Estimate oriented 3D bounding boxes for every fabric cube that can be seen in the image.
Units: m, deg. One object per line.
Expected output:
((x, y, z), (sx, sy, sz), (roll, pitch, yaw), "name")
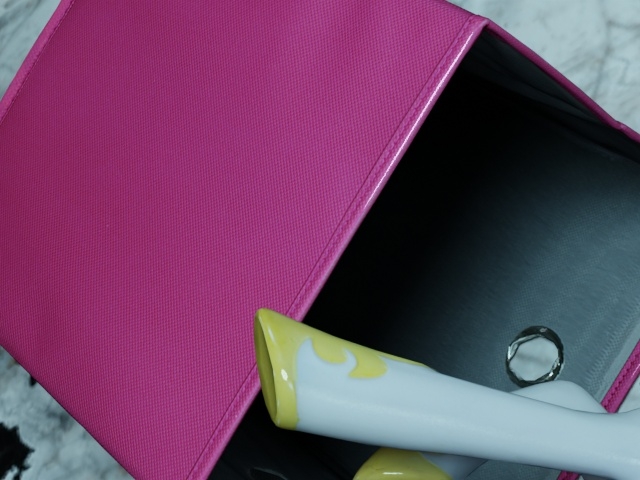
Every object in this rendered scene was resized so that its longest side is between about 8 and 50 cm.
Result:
((0.000, 0.000, 0.867), (0.258, 0.259, 0.254), (33, 94, 42), "fabric cube")

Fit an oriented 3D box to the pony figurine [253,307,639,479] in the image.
((0.181, 0.144, 0.633), (0.363, 0.303, 0.351), (-7, 48, -11), "pony figurine")
